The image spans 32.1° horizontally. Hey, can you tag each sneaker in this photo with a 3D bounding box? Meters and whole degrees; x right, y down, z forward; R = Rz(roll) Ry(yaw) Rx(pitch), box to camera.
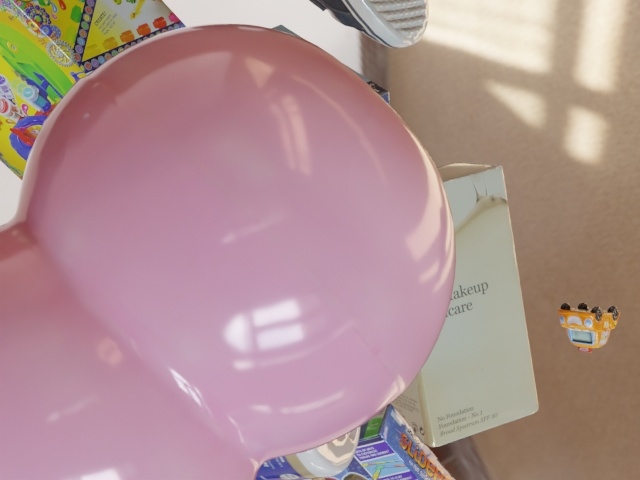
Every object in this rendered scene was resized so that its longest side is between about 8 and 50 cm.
[{"bbox_3d":[-0.006,-0.343,1.250,0.127,0.126,0.321,-10,129,45],"label":"sneaker"}]

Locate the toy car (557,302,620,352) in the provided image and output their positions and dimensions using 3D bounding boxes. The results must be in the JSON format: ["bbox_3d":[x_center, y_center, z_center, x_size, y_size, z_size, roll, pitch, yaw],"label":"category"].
[{"bbox_3d":[0.258,0.076,0.915,0.060,0.122,0.041,1,-86,-68],"label":"toy car"}]

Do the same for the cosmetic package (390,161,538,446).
[{"bbox_3d":[0.151,0.072,1.345,0.113,0.160,0.309,16,120,65],"label":"cosmetic package"}]

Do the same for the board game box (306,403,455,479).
[{"bbox_3d":[0.015,0.216,0.955,0.201,0.035,0.136,-20,120,36],"label":"board game box"}]

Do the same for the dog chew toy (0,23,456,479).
[{"bbox_3d":[-0.094,0.059,0.506,0.206,0.332,0.206,42,171,8],"label":"dog chew toy"}]

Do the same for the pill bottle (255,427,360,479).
[{"bbox_3d":[-0.076,0.121,0.793,0.112,0.186,0.112,40,-135,-55],"label":"pill bottle"}]

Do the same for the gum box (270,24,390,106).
[{"bbox_3d":[0.003,-0.094,1.020,0.184,0.041,0.157,40,147,46],"label":"gum box"}]

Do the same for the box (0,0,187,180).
[{"bbox_3d":[-0.345,-0.234,1.464,0.290,0.177,0.279,-17,125,46],"label":"box"}]
